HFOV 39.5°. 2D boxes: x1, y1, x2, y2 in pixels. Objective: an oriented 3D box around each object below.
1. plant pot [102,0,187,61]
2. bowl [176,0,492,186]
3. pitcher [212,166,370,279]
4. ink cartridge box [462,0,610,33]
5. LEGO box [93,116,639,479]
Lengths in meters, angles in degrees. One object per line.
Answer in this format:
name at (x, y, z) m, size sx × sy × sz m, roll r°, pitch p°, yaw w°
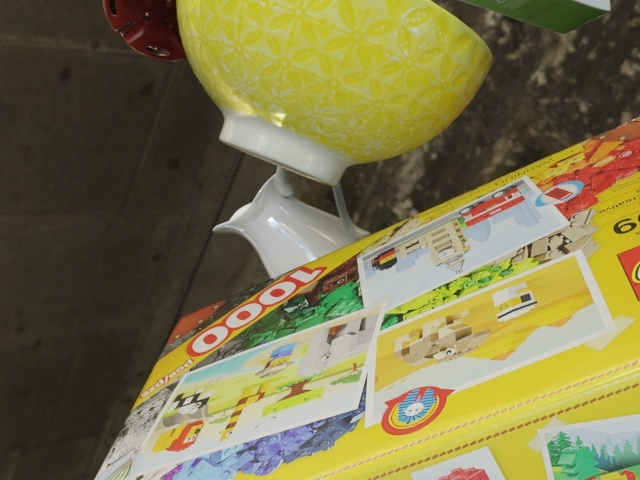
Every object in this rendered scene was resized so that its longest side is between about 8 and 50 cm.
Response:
plant pot at (-0.257, -0.483, 1.635) m, size 0.272 × 0.272 × 0.265 m, roll 93°, pitch 11°, yaw -47°
bowl at (-0.011, -0.140, 0.796) m, size 0.289 × 0.289 × 0.156 m, roll 19°, pitch 94°, yaw -53°
pitcher at (0.000, 0.000, 1.057) m, size 0.178 × 0.207 × 0.125 m, roll -47°, pitch 179°, yaw 34°
ink cartridge box at (0.172, -0.273, 0.822) m, size 0.209 × 0.109 × 0.062 m, roll 7°, pitch 167°, yaw -32°
LEGO box at (0.096, 0.130, 0.702) m, size 0.500 × 0.372 × 0.193 m, roll -24°, pitch 108°, yaw 16°
